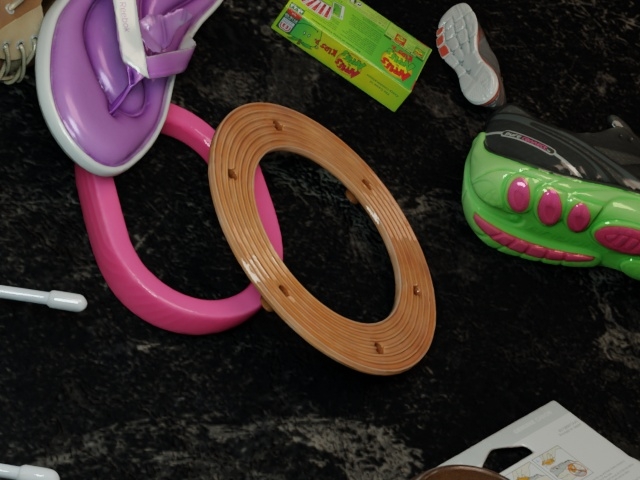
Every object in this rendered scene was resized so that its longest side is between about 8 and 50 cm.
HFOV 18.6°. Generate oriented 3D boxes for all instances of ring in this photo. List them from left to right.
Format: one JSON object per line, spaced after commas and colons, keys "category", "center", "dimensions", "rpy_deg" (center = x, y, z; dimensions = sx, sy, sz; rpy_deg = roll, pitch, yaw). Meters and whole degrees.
{"category": "ring", "center": [0.000, 0.000, 2.099], "dimensions": [0.336, 0.032, 0.337], "rpy_deg": [35, 35, -29]}

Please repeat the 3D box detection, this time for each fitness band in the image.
{"category": "fitness band", "center": [-0.149, -0.030, 2.063], "dimensions": [0.209, 0.054, 0.291], "rpy_deg": [3, 54, -32]}

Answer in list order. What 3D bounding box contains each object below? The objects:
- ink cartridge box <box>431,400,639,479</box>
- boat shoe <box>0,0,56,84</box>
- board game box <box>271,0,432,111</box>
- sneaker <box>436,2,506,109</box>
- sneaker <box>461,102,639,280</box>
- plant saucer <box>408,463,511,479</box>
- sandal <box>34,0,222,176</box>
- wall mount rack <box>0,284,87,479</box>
{"category": "ink cartridge box", "center": [0.251, 0.300, 2.074], "dimensions": [0.239, 0.060, 0.275], "rpy_deg": [35, 39, 31]}
{"category": "boat shoe", "center": [-0.340, -0.222, 2.038], "dimensions": [0.116, 0.123, 0.324], "rpy_deg": [34, 46, -9]}
{"category": "board game box", "center": [0.038, -0.244, 2.363], "dimensions": [0.181, 0.043, 0.092], "rpy_deg": [34, 45, -7]}
{"category": "sneaker", "center": [0.193, -0.225, 2.458], "dimensions": [0.065, 0.061, 0.158], "rpy_deg": [30, 39, -51]}
{"category": "sneaker", "center": [0.398, -0.046, 2.353], "dimensions": [0.482, 0.185, 0.202], "rpy_deg": [20, 52, -21]}
{"category": "plant saucer", "center": [0.156, 0.281, 1.989], "dimensions": [0.168, 0.029, 0.168], "rpy_deg": [10, 33, -6]}
{"category": "sandal", "center": [-0.186, -0.239, 2.075], "dimensions": [0.169, 0.102, 0.416], "rpy_deg": [42, 41, -21]}
{"category": "wall mount rack", "center": [-0.373, 0.085, 1.773], "dimensions": [0.304, 0.130, 0.350], "rpy_deg": [39, 40, -35]}
